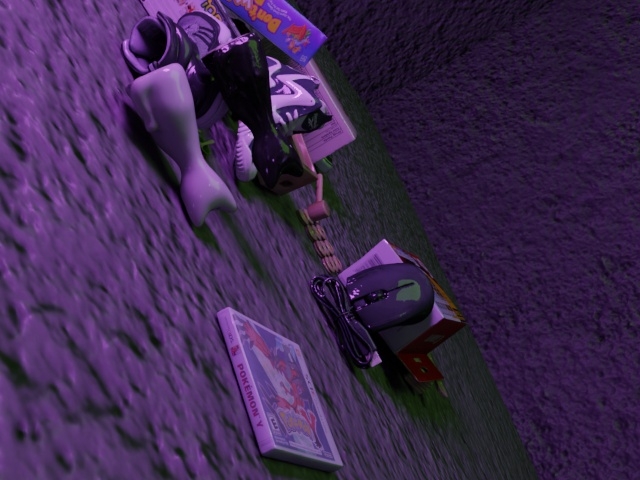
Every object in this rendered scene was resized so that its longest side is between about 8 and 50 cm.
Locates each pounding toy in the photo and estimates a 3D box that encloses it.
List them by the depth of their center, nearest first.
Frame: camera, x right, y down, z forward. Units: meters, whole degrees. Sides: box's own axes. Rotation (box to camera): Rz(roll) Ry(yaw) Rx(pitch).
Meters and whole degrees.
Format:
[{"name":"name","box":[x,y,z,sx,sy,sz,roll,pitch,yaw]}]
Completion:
[{"name":"pounding toy","box":[-0.060,-0.123,1.495,0.181,0.094,0.206,24,44,-75]}]

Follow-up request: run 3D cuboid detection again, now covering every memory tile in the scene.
[{"name":"memory tile","box":[0.000,0.000,1.634,0.148,0.012,0.113,62,12,6]}]

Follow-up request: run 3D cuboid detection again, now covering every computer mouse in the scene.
[{"name":"computer mouse","box":[0.125,0.108,1.457,0.272,0.072,0.188,-16,71,-44]}]

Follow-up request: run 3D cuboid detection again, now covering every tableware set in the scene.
[{"name":"tableware set","box":[-0.200,-0.182,1.216,0.104,0.024,0.154,48,18,-44]}]

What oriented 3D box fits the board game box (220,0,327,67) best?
[{"name":"board game box","box":[-0.172,-0.495,1.563,0.347,0.078,0.233,32,11,-38]}]

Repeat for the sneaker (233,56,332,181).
[{"name":"sneaker","box":[-0.058,-0.195,1.355,0.094,0.153,0.234,111,-11,-59]}]

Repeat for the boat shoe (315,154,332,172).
[{"name":"boat shoe","box":[-0.026,-0.318,2.027,0.306,0.105,0.113,65,13,21]}]

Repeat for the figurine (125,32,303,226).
[{"name":"figurine","box":[-0.133,-0.144,1.072,0.215,0.092,0.209,-33,105,-36]}]

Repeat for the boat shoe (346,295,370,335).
[{"name":"boat shoe","box":[0.075,0.161,1.509,0.049,0.042,0.133,42,24,-61]}]

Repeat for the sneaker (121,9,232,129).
[{"name":"sneaker","box":[-0.210,-0.292,1.192,0.153,0.101,0.268,37,27,-40]}]

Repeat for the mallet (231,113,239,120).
[{"name":"mallet","box":[-0.144,-0.260,1.597,0.062,0.039,0.190,61,16,2]}]

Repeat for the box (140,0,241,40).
[{"name":"box","box":[-0.215,-0.370,1.365,0.207,0.114,0.036,59,12,-12]}]

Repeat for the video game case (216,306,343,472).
[{"name":"video game case","box":[-0.047,0.189,0.996,0.201,0.023,0.183,40,24,-58]}]

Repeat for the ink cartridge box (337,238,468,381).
[{"name":"ink cartridge box","box":[0.205,0.157,1.725,0.271,0.130,0.309,54,11,17]}]

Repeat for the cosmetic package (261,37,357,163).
[{"name":"cosmetic package","box":[-0.053,-0.328,1.839,0.296,0.153,0.129,60,12,-9]}]

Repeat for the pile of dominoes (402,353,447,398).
[{"name":"pile of dominoes","box":[0.193,0.249,1.820,0.196,0.040,0.251,47,11,-17]}]

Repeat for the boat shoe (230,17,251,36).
[{"name":"boat shoe","box":[-0.159,-0.346,1.550,0.096,0.117,0.324,48,13,-29]}]
